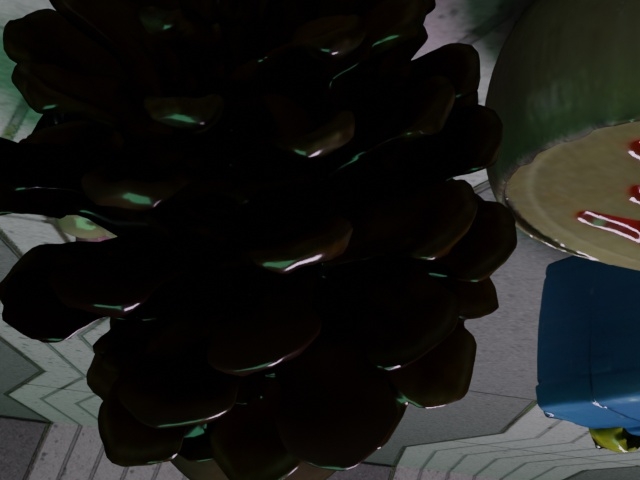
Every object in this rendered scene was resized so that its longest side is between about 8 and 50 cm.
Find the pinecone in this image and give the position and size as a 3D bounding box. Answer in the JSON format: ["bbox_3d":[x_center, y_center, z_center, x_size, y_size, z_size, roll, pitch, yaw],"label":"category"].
[{"bbox_3d":[-0.038,-0.036,0.492,0.264,0.264,0.264,5,162,2],"label":"pinecone"}]

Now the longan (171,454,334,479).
[{"bbox_3d":[-0.075,0.191,1.220,0.246,0.215,0.246,-12,177,-1],"label":"longan"}]

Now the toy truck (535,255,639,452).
[{"bbox_3d":[0.367,0.113,0.925,0.385,0.162,0.161,16,160,-31],"label":"toy truck"}]

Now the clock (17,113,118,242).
[{"bbox_3d":[-0.095,-0.033,0.734,0.194,0.100,0.195,0,164,7],"label":"clock"}]

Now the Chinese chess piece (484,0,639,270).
[{"bbox_3d":[0.209,-0.058,0.550,0.250,0.103,0.250,7,162,2],"label":"Chinese chess piece"}]
